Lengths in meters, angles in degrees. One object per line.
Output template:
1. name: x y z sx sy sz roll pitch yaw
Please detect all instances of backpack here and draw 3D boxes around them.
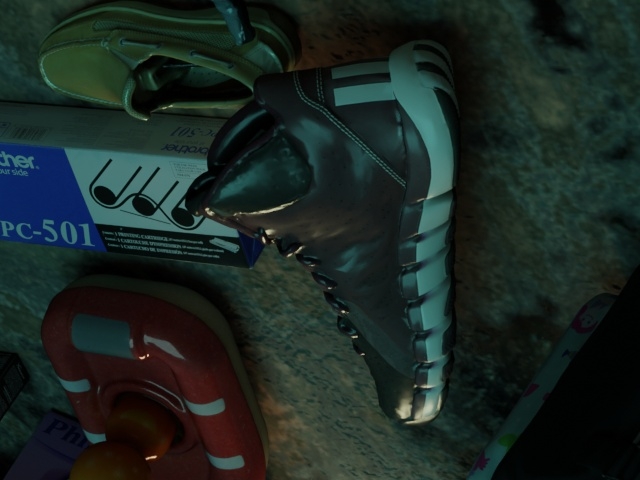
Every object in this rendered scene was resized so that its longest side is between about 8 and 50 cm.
1. backpack: 0.229 0.159 1.195 0.253 0.225 0.191 44 162 -24

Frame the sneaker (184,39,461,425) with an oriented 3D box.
1. sneaker: 0.000 0.000 1.218 0.162 0.106 0.281 -3 127 -2

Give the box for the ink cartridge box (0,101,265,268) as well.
1. ink cartridge box: -0.141 -0.039 1.345 0.207 0.046 0.097 6 135 27

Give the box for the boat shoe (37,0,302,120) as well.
1. boat shoe: -0.107 -0.107 1.227 0.190 0.072 0.068 -3 131 34

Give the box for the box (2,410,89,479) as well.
1. box: -0.179 0.292 1.574 0.213 0.243 0.117 22 140 11

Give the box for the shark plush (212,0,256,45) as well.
1. shark plush: -0.081 -0.188 1.147 0.161 0.073 0.067 43 161 -25

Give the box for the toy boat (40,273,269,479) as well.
1. toy boat: -0.134 0.145 1.458 0.151 0.151 0.231 7 136 27

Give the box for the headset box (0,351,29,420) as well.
1. headset box: -0.282 0.127 1.585 0.062 0.083 0.032 4 134 28
